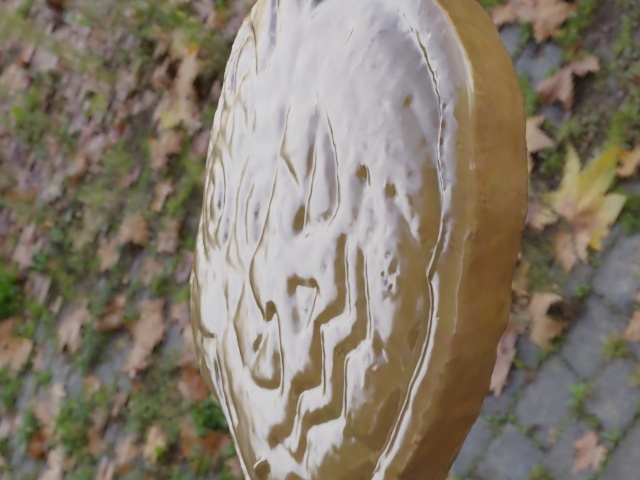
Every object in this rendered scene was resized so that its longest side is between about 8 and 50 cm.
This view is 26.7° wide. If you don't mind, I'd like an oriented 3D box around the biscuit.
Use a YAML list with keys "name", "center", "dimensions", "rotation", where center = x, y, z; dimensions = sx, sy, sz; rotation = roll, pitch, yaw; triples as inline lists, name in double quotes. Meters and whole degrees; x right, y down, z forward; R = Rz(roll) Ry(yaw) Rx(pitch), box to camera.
- name: "biscuit"
  center: [-0.002, 0.000, 0.842]
  dimensions: [0.365, 0.062, 0.385]
  rotation: [-122, 40, -50]
